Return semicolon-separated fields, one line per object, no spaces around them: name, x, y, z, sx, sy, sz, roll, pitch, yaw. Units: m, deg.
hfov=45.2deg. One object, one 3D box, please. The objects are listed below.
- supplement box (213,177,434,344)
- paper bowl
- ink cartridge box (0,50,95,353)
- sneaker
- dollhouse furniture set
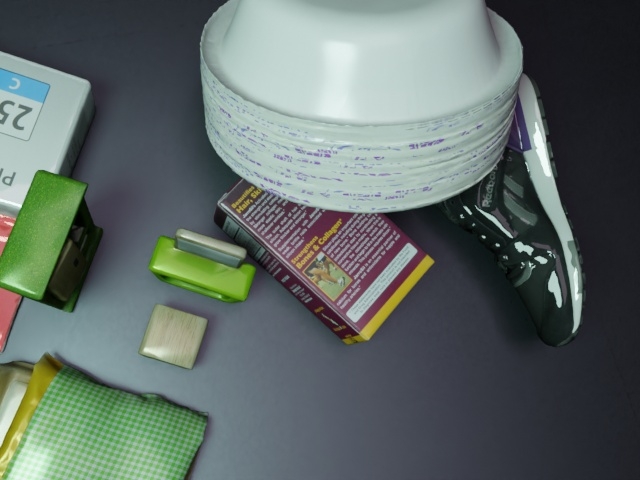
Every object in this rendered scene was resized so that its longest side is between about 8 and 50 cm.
supplement box;0.000;0.000;0.743;0.188;0.081;0.104;43;74;-1
paper bowl;0.035;-0.165;0.681;0.284;0.148;0.284;0;43;0
ink cartridge box;-0.388;-0.065;0.688;0.296;0.066;0.261;17;76;-8
sneaker;0.180;-0.024;0.790;0.124;0.107;0.283;-11;77;1
dollhouse furniture set;-0.185;0.127;0.644;0.198;0.151;0.301;19;76;-7
